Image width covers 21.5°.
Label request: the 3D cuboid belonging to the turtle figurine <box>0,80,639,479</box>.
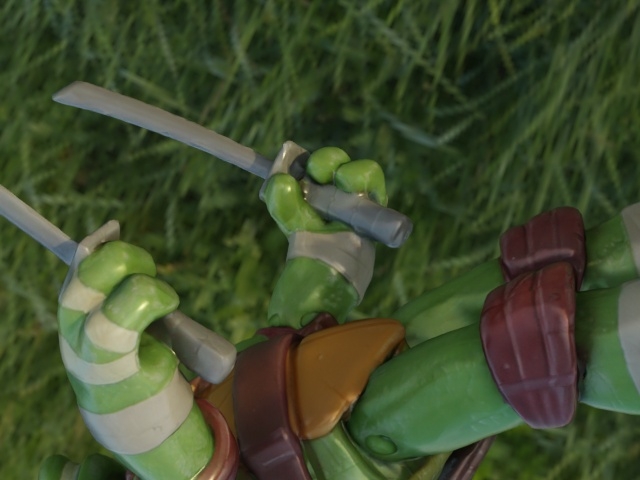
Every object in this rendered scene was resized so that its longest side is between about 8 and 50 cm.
[{"bbox_3d":[0.000,0.000,0.543,0.266,0.275,0.198,-17,157,14],"label":"turtle figurine"}]
